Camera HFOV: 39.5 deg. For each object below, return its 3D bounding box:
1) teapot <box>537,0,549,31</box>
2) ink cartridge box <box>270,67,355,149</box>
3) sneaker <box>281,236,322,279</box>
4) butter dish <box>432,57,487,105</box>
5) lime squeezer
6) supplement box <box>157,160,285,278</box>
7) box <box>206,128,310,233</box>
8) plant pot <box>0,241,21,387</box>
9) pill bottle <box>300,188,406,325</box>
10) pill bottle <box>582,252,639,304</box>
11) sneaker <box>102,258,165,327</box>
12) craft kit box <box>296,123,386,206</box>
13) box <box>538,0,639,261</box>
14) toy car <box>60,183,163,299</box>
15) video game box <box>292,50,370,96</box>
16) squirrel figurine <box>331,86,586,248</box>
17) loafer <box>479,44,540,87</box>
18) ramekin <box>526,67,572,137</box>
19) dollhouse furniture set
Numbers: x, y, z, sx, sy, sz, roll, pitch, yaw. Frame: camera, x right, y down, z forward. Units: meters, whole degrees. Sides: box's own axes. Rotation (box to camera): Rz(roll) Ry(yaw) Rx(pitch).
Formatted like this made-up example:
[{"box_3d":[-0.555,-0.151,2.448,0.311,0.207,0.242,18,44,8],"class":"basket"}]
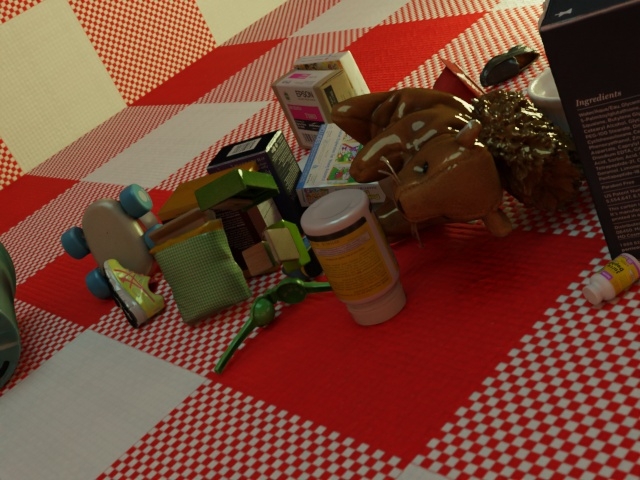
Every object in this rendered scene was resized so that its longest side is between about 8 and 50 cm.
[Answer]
[{"box_3d":[0.649,-0.542,2.038,0.252,0.187,0.256,-51,42,10],"class":"teapot"},{"box_3d":[0.000,-0.320,2.201,0.088,0.193,0.235,-37,27,-21],"class":"ink cartridge box"},{"box_3d":[0.000,0.000,1.742,0.082,0.069,0.209,-4,33,46],"class":"sneaker"},{"box_3d":[0.303,-0.308,1.981,0.118,0.160,0.160,-45,21,14],"class":"butter dish"},{"box_3d":[-0.071,0.129,1.602,0.310,0.059,0.110,-30,56,-11],"class":"lime squeezer"},{"box_3d":[-0.192,-0.029,1.828,0.191,0.194,0.129,-15,27,23],"class":"supplement box"},{"box_3d":[-0.121,-0.111,1.902,0.153,0.207,0.108,-14,27,26],"class":"box"},{"box_3d":[-0.801,0.169,1.917,0.341,0.341,0.334,-33,34,-13],"class":"plant pot"},{"box_3d":[0.060,0.030,1.464,0.119,0.208,0.119,-21,26,11],"class":"pill bottle"},{"box_3d":[0.415,0.057,1.270,0.083,0.043,0.043,-34,26,-15],"class":"pill bottle"},{"box_3d":[-0.395,0.102,1.896,0.094,0.081,0.208,-26,47,-20],"class":"sneaker"},{"box_3d":[0.096,-0.172,1.907,0.247,0.061,0.250,-4,39,21],"class":"craft kit box"},{"box_3d":[0.491,-0.216,1.306,0.212,0.395,0.293,-12,29,29],"class":"box"},{"box_3d":[-0.431,-0.002,2.079,0.219,0.210,0.238,-34,-5,15],"class":"toy car"},{"box_3d":[0.044,-0.375,2.254,0.187,0.205,0.048,4,43,48],"class":"video game box"},{"box_3d":[0.247,-0.139,1.490,0.397,0.281,0.370,-16,11,-5],"class":"squirrel figurine"},{"box_3d":[0.448,-0.416,2.118,0.170,0.062,0.061,-38,32,-20],"class":"loafer"},{"box_3d":[0.530,-0.256,1.622,0.277,0.135,0.277,-20,20,8],"class":"ramekin"},{"box_3d":[-0.202,0.023,1.641,0.301,0.197,0.151,-26,-8,21],"class":"dollhouse furniture set"}]
